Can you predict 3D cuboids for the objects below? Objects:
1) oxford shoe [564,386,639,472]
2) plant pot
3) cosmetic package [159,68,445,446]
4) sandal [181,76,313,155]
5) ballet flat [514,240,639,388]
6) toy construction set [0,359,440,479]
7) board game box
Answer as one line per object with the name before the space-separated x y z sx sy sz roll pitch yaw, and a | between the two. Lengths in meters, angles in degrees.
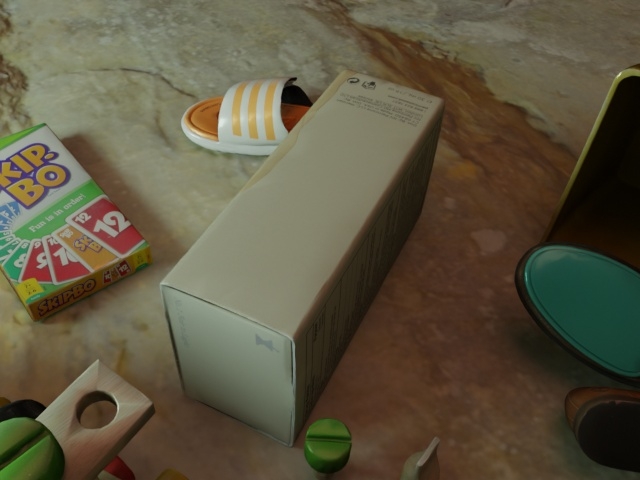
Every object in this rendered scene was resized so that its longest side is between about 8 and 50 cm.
oxford shoe | 0.301 0.159 0.541 0.212 0.076 0.076 20 9 1
plant pot | 0.373 -0.060 0.665 0.212 0.212 0.187 27 38 19
cosmetic package | 0.000 0.000 0.599 0.113 0.160 0.309 22 48 16
sandal | -0.030 -0.153 0.791 0.265 0.076 0.102 6 47 1
ballet flat | 0.293 0.091 0.585 0.280 0.096 0.095 28 85 9
toy construction set | -0.067 0.174 0.378 0.308 0.237 0.257 -20 52 -22
board game box | -0.293 -0.036 0.694 0.124 0.039 0.259 -29 53 -28
